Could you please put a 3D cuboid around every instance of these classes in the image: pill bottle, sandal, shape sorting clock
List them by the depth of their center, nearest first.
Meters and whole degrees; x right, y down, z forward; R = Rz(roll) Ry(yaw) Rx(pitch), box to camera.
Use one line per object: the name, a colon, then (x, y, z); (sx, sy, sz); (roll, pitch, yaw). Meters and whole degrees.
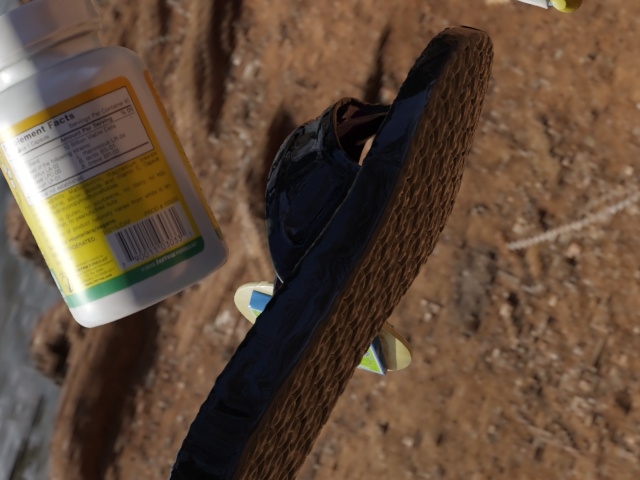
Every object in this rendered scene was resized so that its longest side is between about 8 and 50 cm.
sandal: (-0.001, 0.000, 0.967); (0.445, 0.107, 0.167); (-57, -20, -34)
pill bottle: (-0.154, -0.057, 0.975); (0.118, 0.118, 0.208); (-16, 101, 52)
shape sorting clock: (0.004, 0.093, 1.599); (0.206, 0.206, 0.040); (-5, 60, 55)

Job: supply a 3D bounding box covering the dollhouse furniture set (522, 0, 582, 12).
dollhouse furniture set: (0.181, -0.418, 1.780); (0.303, 0.198, 0.286); (18, 130, 23)
